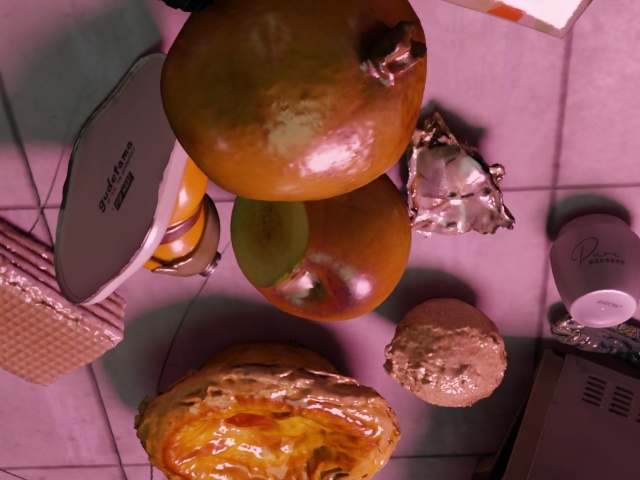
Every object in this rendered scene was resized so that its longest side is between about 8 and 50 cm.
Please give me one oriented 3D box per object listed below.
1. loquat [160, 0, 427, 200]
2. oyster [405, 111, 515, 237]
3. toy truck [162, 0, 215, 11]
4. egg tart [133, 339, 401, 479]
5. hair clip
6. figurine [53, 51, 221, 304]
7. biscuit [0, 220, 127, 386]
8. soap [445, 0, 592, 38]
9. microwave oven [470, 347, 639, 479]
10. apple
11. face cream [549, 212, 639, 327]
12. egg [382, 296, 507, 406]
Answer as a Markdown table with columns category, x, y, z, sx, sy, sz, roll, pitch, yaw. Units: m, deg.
| category | x | y | z | sx | sy | sz | roll | pitch | yaw |
| --- | --- | --- | --- | --- | --- | --- | --- | --- | --- |
| loquat | -0.008 | -0.129 | 1.191 | 0.213 | 0.213 | 0.246 | 29 | 159 | -31 |
| oyster | 0.129 | -0.052 | 1.432 | 0.108 | 0.053 | 0.165 | 11 | 151 | 15 |
| toy truck | -0.138 | -0.269 | 1.100 | 0.208 | 0.126 | 0.113 | 23 | 137 | -21 |
| egg tart | -0.058 | 0.195 | 1.695 | 0.295 | 0.116 | 0.294 | 0 | 144 | 0 |
| hair clip | 0.342 | 0.125 | 1.668 | 0.229 | 0.036 | 0.066 | 29 | 131 | -24 |
| figurine | -0.128 | -0.044 | 1.381 | 0.141 | 0.166 | 0.250 | 10 | 132 | -36 |
| biscuit | -0.383 | 0.009 | 1.486 | 0.144 | 0.078 | 0.426 | -30 | 133 | 30 |
| soap | 0.137 | -0.268 | 1.089 | 0.182 | 0.138 | 0.199 | 16 | 140 | -17 |
| microwave oven | 0.308 | 0.320 | 1.742 | 0.286 | 0.218 | 0.355 | 20 | 142 | 5 |
| apple | 0.003 | -0.003 | 1.416 | 0.163 | 0.147 | 0.146 | 16 | 138 | -16 |
| face cream | 0.271 | 0.029 | 1.499 | 0.091 | 0.095 | 0.091 | 0 | 142 | 0 |
| egg | 0.131 | 0.118 | 1.596 | 0.118 | 0.116 | 0.140 | -44 | 130 | 6 |
